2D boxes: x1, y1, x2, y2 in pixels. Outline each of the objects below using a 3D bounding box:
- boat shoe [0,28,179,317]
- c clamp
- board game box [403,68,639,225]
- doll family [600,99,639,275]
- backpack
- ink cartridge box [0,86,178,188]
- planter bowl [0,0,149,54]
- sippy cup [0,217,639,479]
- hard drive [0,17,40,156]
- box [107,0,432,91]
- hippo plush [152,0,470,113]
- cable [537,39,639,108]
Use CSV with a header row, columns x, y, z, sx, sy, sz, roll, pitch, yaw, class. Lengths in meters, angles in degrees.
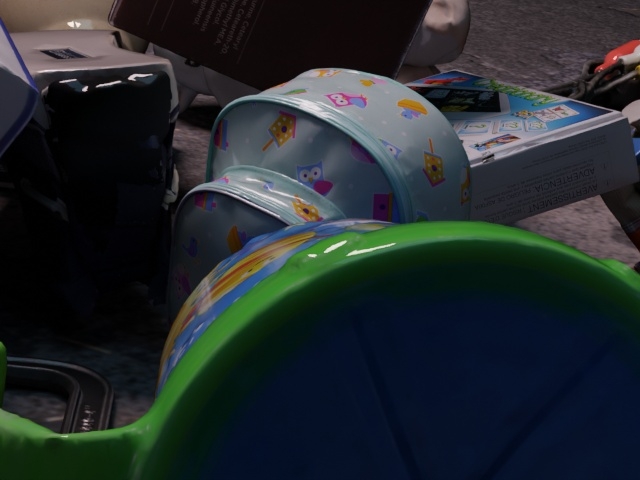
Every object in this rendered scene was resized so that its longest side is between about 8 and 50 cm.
x,y,z,sx,sy,sz,roll,pitch,yaw,class
-0.175,-0.055,1.046,0.127,0.158,0.340,-6,14,-16,boat shoe
-0.180,0.090,0.838,0.137,0.022,0.160,8,18,-12,c clamp
0.073,-0.062,1.125,0.193,0.053,0.305,-17,16,-12,board game box
0.308,-0.055,1.132,0.263,0.163,0.118,-37,19,-1,doll family
0.000,0.000,0.892,0.166,0.188,0.144,24,26,35,backpack
-0.285,-0.098,1.237,0.333,0.065,0.165,5,21,-4,ink cartridge box
-0.222,-0.186,1.390,0.162,0.162,0.109,0,49,-20,planter bowl
0.024,0.089,0.649,0.305,0.240,0.224,43,0,-17,sippy cup
-0.275,-0.065,0.969,0.040,0.210,0.318,37,7,-28,hard drive
-0.026,-0.203,1.133,0.203,0.167,0.168,24,13,-7,box
-0.032,-0.223,1.409,0.237,0.234,0.294,-7,26,-36,hippo plush
0.287,-0.174,1.620,0.287,0.072,0.139,-11,22,-39,cable
